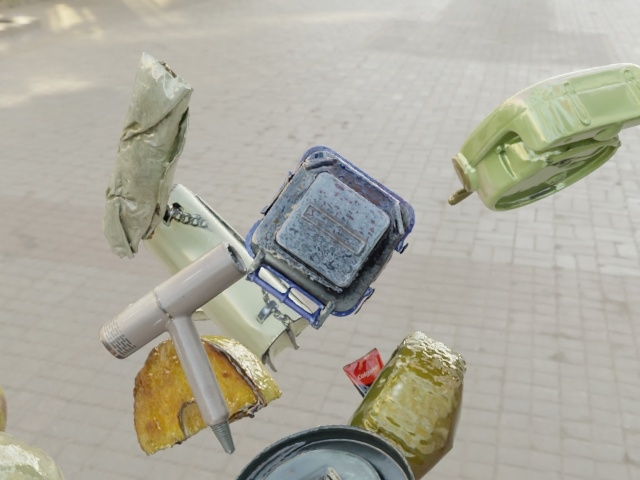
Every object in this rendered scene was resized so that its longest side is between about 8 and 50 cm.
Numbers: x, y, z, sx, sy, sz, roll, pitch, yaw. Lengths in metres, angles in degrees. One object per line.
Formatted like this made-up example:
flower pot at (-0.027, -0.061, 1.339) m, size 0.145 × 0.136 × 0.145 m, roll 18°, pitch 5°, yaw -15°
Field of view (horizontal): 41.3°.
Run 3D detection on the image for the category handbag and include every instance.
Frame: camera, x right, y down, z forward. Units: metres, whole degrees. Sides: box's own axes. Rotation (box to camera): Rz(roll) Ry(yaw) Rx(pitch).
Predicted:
handbag at (-0.176, 0.074, 1.621) m, size 0.160 × 0.237 × 0.358 m, roll -43°, pitch 75°, yaw -9°

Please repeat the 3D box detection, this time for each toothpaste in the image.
toothpaste at (0.111, 0.276, 1.394) m, size 0.071 × 0.193 × 0.045 m, roll -26°, pitch -9°, yaw -23°

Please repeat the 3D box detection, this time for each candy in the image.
candy at (0.098, 0.242, 1.101) m, size 0.118 × 0.260 × 0.260 m, roll 31°, pitch 27°, yaw 5°

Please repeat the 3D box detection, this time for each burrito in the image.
burrito at (-0.289, -0.119, 1.396) m, size 0.117 × 0.392 × 0.076 m, roll 37°, pitch 38°, yaw 17°

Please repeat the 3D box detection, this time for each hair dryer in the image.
hair dryer at (-0.133, 0.142, 1.029) m, size 0.195 × 0.220 × 0.053 m, roll -36°, pitch -8°, yaw 8°

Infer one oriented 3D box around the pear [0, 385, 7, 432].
pear at (-0.801, 0.388, 1.804) m, size 0.280 × 0.281 × 0.281 m, roll 1°, pitch 22°, yaw 0°

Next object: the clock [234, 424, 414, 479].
clock at (-0.001, 0.289, 0.888) m, size 0.215 × 0.042 × 0.215 m, roll -12°, pitch 35°, yaw 9°

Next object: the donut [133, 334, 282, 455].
donut at (-0.182, 0.211, 1.268) m, size 0.259 × 0.152 × 0.101 m, roll -27°, pitch -7°, yaw 35°

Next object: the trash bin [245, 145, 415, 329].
trash bin at (0.000, 0.000, 1.068) m, size 0.162 × 0.184 × 0.234 m, roll 36°, pitch -3°, yaw -3°

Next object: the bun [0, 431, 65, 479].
bun at (-0.605, 0.439, 1.502) m, size 0.364 × 0.364 × 0.202 m, roll 4°, pitch 55°, yaw 7°

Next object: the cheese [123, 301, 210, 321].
cheese at (-0.288, 0.150, 1.877) m, size 0.400 × 0.034 × 0.085 m, roll -8°, pitch 26°, yaw 28°

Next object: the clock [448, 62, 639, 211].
clock at (0.301, -0.122, 1.178) m, size 0.235 × 0.096 × 0.308 m, roll -17°, pitch -15°, yaw -27°
